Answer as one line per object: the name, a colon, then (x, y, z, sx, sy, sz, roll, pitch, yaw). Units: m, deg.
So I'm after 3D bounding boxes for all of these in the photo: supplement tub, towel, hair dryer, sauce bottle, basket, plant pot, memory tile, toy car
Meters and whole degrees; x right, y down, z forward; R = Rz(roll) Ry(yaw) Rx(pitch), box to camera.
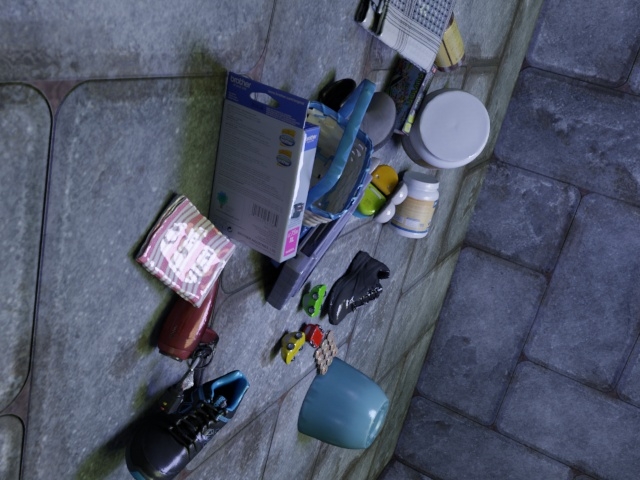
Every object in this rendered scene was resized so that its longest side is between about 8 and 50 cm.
supplement tub: (0.319, -0.123, 2.359, 0.144, 0.144, 0.199, -28, 137, -59)
towel: (-0.237, 0.023, 1.258, 0.144, 0.029, 0.197, -60, 142, -17)
hair dryer: (-0.261, 0.181, 1.401, 0.223, 0.080, 0.293, -60, 169, -63)
sauce bottle: (0.323, -0.605, 1.924, 0.111, 0.111, 0.344, -64, 152, -11)
basket: (0.004, -0.162, 1.385, 0.289, 0.201, 0.254, -35, -153, 55)
towel: (0.238, -0.606, 1.687, 0.324, 0.056, 0.312, 15, 98, -50)
plant pot: (0.095, 0.585, 2.400, 0.293, 0.235, 0.293, -49, 152, -38)
memory tile: (0.021, 0.372, 2.295, 0.113, 0.012, 0.148, -57, 150, -29)
toy car: (-0.038, 0.222, 1.971, 0.239, 0.053, 0.225, -16, 125, -65)
toy car: (0.143, -0.133, 1.967, 0.182, 0.159, 0.136, -53, -169, -34)
supplement tub: (0.362, -0.323, 2.024, 0.316, 0.228, 0.228, -100, -149, -85)

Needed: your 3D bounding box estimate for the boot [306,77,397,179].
boot: (0.086, -0.305, 1.672, 0.338, 0.118, 0.222, -59, 153, -32)

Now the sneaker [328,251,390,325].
sneaker: (0.122, 0.159, 2.188, 0.286, 0.130, 0.109, -54, 157, -29)

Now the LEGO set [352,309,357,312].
LEGO set: (0.130, 0.213, 2.418, 0.083, 0.023, 0.054, -55, 157, 5)

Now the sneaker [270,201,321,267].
sneaker: (-0.078, -0.034, 1.599, 0.081, 0.090, 0.232, -44, 170, -49)

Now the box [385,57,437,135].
box: (0.232, -0.399, 1.913, 0.036, 0.114, 0.207, 26, 86, -48)

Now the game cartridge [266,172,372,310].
game cartridge: (0.000, 0.000, 1.735, 0.355, 0.068, 0.230, -53, 172, -32)

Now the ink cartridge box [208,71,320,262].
ink cartridge box: (-0.105, -0.135, 1.264, 0.065, 0.186, 0.311, -27, 135, -50)

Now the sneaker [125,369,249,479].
sneaker: (-0.268, 0.368, 1.416, 0.140, 0.125, 0.341, -42, 180, 27)
